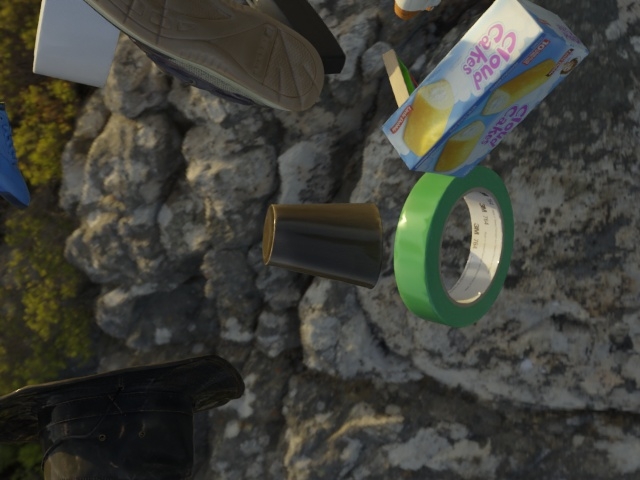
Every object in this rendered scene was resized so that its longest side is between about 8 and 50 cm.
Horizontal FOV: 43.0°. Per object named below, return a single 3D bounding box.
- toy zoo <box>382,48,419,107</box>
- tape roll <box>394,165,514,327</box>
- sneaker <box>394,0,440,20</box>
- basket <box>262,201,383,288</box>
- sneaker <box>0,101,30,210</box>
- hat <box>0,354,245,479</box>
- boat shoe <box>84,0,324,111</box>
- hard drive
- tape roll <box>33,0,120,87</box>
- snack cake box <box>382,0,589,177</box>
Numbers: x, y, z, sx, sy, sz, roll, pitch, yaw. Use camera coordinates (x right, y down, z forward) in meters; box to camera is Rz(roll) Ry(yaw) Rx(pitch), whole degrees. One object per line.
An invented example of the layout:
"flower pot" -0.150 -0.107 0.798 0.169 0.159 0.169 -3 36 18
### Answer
"toy zoo" 0.233 -0.258 1.769 0.030 0.192 0.293 -28 137 19
"tape roll" 0.271 0.009 1.612 0.077 0.321 0.321 11 115 41
"sneaker" 0.238 -0.567 1.710 0.106 0.290 0.123 37 150 12
"basket" 0.000 0.000 1.713 0.226 0.204 0.154 5 141 -14
"sneaker" -0.461 -0.143 1.148 0.082 0.069 0.209 -35 103 -13
"hat" -0.250 0.261 1.040 0.331 0.331 0.134 -29 61 25
"boat shoe" -0.130 -0.199 0.761 0.285 0.103 0.092 25 159 -30
"hard drive" -0.055 -0.472 1.775 0.054 0.172 0.255 -42 79 32
"tape roll" -0.324 -0.360 1.122 0.100 0.286 0.286 11 117 -20
"snack cake box" 0.232 -0.212 1.160 0.264 0.152 0.089 -47 59 30
